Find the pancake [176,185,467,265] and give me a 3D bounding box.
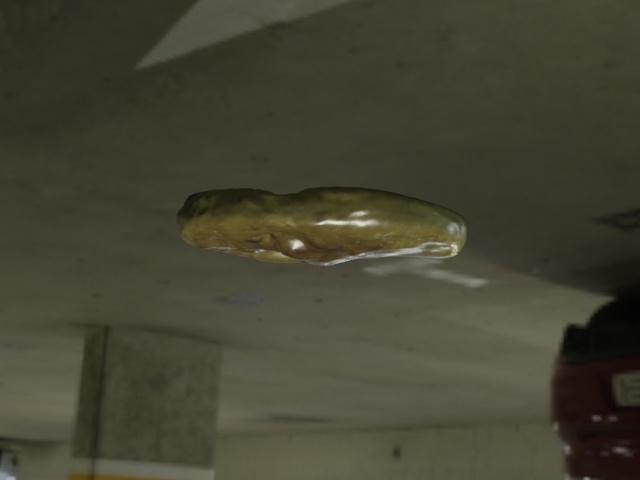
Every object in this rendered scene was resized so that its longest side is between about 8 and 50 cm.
[{"bbox_3d":[0.000,0.000,1.009,0.242,0.050,0.242,3,171,1],"label":"pancake"}]
